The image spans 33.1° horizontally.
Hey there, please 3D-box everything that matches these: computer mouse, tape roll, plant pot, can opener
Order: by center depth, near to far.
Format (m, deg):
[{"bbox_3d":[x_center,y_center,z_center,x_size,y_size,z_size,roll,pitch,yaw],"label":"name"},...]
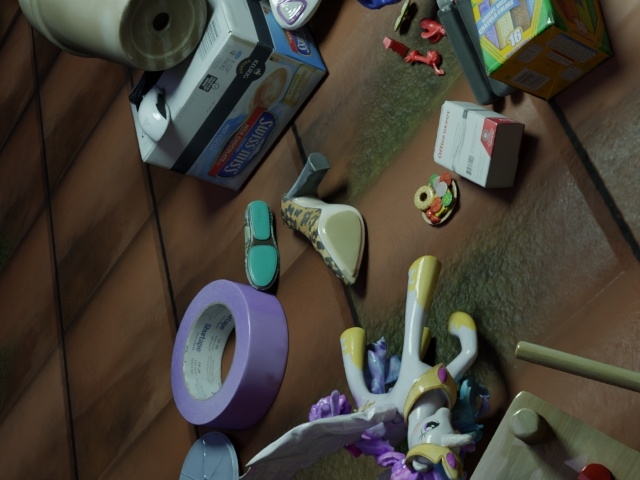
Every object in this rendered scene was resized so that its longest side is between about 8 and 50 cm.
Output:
[{"bbox_3d":[0.233,-0.350,1.644,0.076,0.095,0.283,-24,89,48],"label":"can opener"},{"bbox_3d":[-0.365,-0.461,2.022,0.280,0.323,0.323,38,108,39],"label":"plant pot"},{"bbox_3d":[-0.175,0.216,2.025,0.275,0.090,0.275,-27,55,46],"label":"tape roll"},{"bbox_3d":[-0.332,-0.267,2.080,0.106,0.042,0.193,-52,38,27],"label":"computer mouse"}]

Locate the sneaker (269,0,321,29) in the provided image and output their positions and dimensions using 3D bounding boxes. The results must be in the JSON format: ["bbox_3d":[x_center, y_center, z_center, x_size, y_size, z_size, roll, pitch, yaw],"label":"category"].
[{"bbox_3d":[-0.025,-0.537,2.109,0.152,0.114,0.305,71,-153,-69],"label":"sneaker"}]

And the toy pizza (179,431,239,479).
[{"bbox_3d":[-0.203,0.459,2.013,0.201,0.032,0.201,-25,57,46],"label":"toy pizza"}]

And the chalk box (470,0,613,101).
[{"bbox_3d":[0.307,-0.333,1.536,0.132,0.132,0.213,-36,50,43],"label":"chalk box"}]

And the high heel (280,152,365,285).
[{"bbox_3d":[0.000,0.000,1.900,0.186,0.093,0.261,121,138,-51],"label":"high heel"}]

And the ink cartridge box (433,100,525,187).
[{"bbox_3d":[0.235,-0.145,1.605,0.135,0.056,0.099,37,125,54],"label":"ink cartridge box"}]

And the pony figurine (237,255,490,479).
[{"bbox_3d":[0.094,0.250,1.500,0.351,0.302,0.363,-47,24,35],"label":"pony figurine"}]

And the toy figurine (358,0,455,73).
[{"bbox_3d":[0.158,-0.474,1.731,0.362,0.217,0.191,-60,37,20],"label":"toy figurine"}]

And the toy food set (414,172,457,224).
[{"bbox_3d":[0.184,-0.066,1.696,0.082,0.020,0.083,-49,40,31],"label":"toy food set"}]

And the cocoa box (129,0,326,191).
[{"bbox_3d":[-0.192,-0.313,2.146,0.347,0.228,0.231,-50,39,30],"label":"cocoa box"}]

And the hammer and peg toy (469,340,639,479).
[{"bbox_3d":[0.296,0.286,1.209,0.266,0.127,0.361,27,86,27],"label":"hammer and peg toy"}]

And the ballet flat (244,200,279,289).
[{"bbox_3d":[-0.115,0.017,2.062,0.070,0.070,0.188,-30,51,45],"label":"ballet flat"}]
